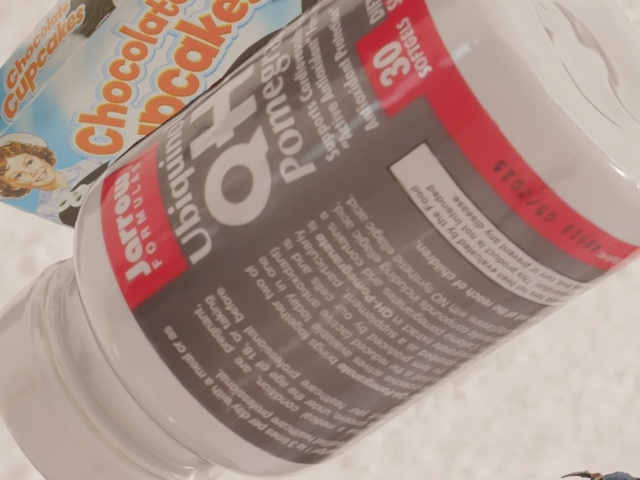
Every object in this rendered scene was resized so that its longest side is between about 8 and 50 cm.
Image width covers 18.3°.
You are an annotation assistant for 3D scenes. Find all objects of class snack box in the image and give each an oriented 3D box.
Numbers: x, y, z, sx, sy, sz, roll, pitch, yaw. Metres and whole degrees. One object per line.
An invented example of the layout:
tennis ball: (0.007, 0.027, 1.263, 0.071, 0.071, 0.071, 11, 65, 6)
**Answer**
snack box: (-0.065, -0.121, 1.234, 0.187, 0.060, 0.322, 22, 127, -36)

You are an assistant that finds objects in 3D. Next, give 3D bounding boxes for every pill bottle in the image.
pill bottle: (0.000, 0.000, 0.910, 0.318, 0.176, 0.176, -36, 138, 25)

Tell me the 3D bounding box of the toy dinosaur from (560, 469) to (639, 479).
toy dinosaur: (0.099, 0.091, 0.701, 0.082, 0.090, 0.047, -34, 105, 1)
